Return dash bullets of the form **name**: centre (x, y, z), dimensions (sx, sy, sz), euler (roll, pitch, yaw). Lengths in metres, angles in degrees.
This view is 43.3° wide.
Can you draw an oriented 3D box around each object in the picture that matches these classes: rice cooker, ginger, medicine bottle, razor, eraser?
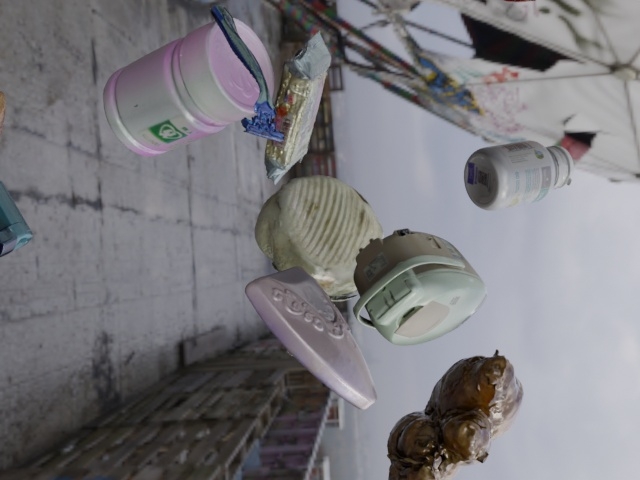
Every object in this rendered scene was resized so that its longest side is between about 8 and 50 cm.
- **rice cooker**: centre (0.130, 0.064, 1.070), dimensions (0.206, 0.145, 0.127), euler (20, 35, -45)
- **ginger**: centre (0.238, 0.338, 1.468), dimensions (0.152, 0.357, 0.274), euler (46, 20, 14)
- **medicine bottle**: centre (-0.283, -0.320, 1.718), dimensions (0.212, 0.326, 0.211), euler (26, 57, -47)
- **razor**: centre (-0.141, -0.330, 1.502), dimensions (0.093, 0.056, 0.324), euler (12, 49, -49)
- **eraser**: centre (0.008, 0.140, 1.194), dimensions (0.243, 0.059, 0.204), euler (51, 16, 7)
- **medicine bottle**: centre (-0.831, -0.073, 2.055), dimensions (0.124, 0.079, 0.258), euler (-13, 66, -54)
- **medicine bottle**: centre (0.426, -0.142, 1.710), dimensions (0.135, 0.216, 0.134), euler (37, -48, 55)

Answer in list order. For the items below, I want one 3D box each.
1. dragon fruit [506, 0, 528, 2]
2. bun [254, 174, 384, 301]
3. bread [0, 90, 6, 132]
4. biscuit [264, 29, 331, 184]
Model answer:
- **dragon fruit**: centre (0.398, -0.623, 1.678), dimensions (0.241, 0.252, 0.241), euler (-51, -172, 10)
- **bun**: centre (0.000, 0.000, 1.433), dimensions (0.141, 0.239, 0.239), euler (-41, -136, 51)
- **bread**: centre (-0.829, -0.238, 1.902), dimensions (0.134, 0.129, 0.260), euler (30, -77, 68)
- **biscuit**: centre (-0.054, -0.288, 1.752), dimensions (0.186, 0.079, 0.309), euler (-56, 165, -60)
